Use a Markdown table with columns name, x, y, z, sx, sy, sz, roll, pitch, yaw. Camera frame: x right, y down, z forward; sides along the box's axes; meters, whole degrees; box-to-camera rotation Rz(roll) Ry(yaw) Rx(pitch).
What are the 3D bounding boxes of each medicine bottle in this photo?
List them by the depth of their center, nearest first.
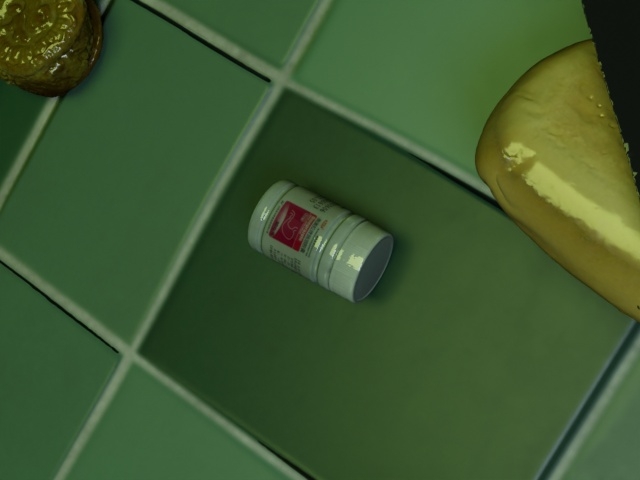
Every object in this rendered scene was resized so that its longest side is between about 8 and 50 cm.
| name | x | y | z | sx | sy | sz | roll | pitch | yaw |
| --- | --- | --- | --- | --- | --- | --- | --- | --- | --- |
| medicine bottle | 0.000 | 0.000 | 0.692 | 0.091 | 0.058 | 0.058 | 28 | 95 | 20 |

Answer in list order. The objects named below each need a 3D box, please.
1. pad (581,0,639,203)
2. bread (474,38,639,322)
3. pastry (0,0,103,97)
| name | x | y | z | sx | sy | sz | roll | pitch | yaw |
| --- | --- | --- | --- | --- | --- | --- | --- | --- | --- |
| pad | 0.347 | -0.060 | 0.547 | 0.375 | 0.063 | 0.315 | -12 | 79 | -3 |
| bread | 0.201 | -0.024 | 0.592 | 0.147 | 0.098 | 0.217 | -41 | 72 | -17 |
| pastry | -0.228 | -0.170 | 0.797 | 0.109 | 0.057 | 0.097 | -40 | 68 | 11 |
